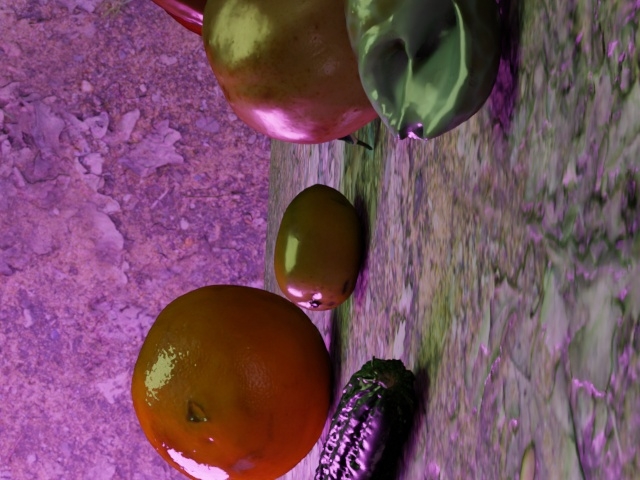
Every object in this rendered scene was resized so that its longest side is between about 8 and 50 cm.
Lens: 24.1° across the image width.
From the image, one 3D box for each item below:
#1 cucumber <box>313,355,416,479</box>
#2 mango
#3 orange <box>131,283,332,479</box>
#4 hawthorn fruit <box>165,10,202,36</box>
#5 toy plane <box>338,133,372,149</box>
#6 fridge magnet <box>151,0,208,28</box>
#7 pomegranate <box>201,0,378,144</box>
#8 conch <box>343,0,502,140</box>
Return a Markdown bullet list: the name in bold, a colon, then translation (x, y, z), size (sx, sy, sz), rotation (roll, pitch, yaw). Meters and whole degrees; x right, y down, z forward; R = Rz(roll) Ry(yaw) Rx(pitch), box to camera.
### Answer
- **cucumber**: translation (0.041, 0.173, 1.319), size (0.265, 0.077, 0.077), rotation (104, 168, -51)
- **mango**: translation (0.000, 0.000, 1.705), size (0.195, 0.098, 0.137), rotation (-82, -4, -59)
- **orange**: translation (-0.111, 0.185, 1.906), size (0.261, 0.261, 0.261), rotation (-177, 90, -84)
- **hawthorn fruit**: translation (-0.124, -0.432, 2.282), size (0.316, 0.316, 0.316), rotation (-177, 90, -84)
- **toy plane**: translation (-0.032, -0.167, 1.640), size (0.226, 0.226, 0.058), rotation (8, -68, -60)
- **fridge magnet**: translation (-0.104, -0.329, 1.635), size (0.155, 0.363, 0.363), rotation (-61, 15, 21)
- **pomegranate**: translation (-0.010, -0.189, 1.408), size (0.207, 0.207, 0.207), rotation (-177, 90, -84)
- **conch**: translation (0.074, -0.148, 1.012), size (0.116, 0.106, 0.173), rotation (-48, 54, 50)
